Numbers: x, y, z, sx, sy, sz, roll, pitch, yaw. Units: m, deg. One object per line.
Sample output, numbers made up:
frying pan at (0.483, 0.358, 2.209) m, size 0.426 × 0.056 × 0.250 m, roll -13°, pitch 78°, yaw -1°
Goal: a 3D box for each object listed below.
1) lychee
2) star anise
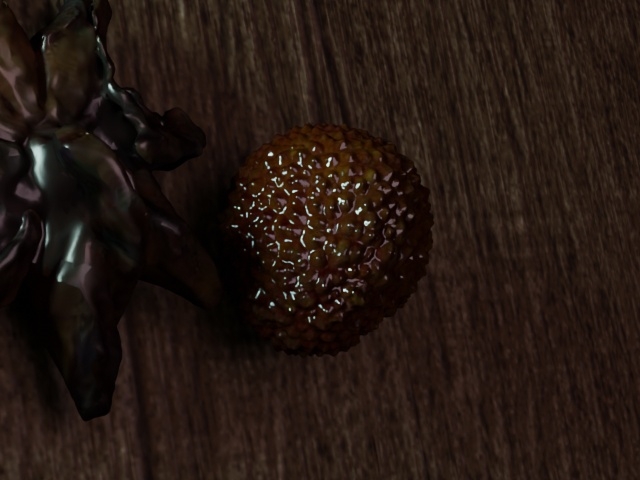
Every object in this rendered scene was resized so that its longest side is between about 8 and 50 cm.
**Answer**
lychee at (0.001, 0.003, 0.805) m, size 0.123 × 0.123 × 0.129 m, roll 20°, pitch 61°, yaw -39°
star anise at (-0.139, -0.037, 0.694) m, size 0.272 × 0.102 × 0.272 m, roll 16°, pitch 64°, yaw -37°
